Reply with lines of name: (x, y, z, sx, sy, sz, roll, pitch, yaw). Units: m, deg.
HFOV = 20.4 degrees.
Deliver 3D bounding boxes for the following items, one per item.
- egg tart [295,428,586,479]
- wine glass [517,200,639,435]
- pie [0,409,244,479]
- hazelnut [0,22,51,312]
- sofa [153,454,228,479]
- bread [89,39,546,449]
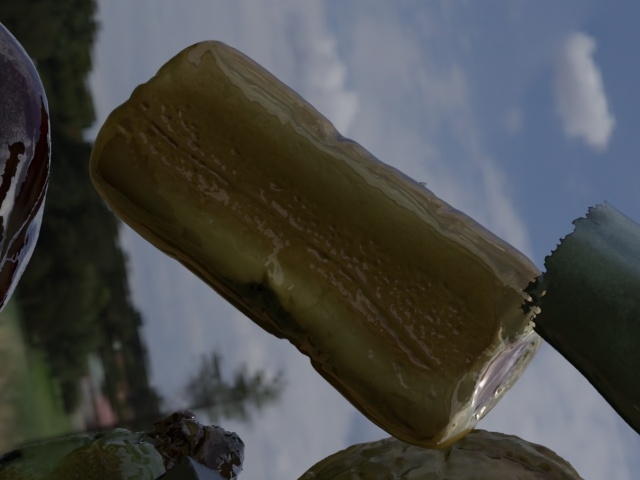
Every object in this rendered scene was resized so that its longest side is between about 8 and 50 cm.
egg tart: (0.099, 0.312, 1.344, 0.153, 0.339, 0.352, 49, 17, -78)
wine glass: (0.210, 0.076, 0.914, 0.222, 0.103, 0.103, 39, -26, 20)
pie: (-0.184, 0.258, 1.347, 0.105, 0.257, 0.274, 74, 11, -46)
hazelnut: (-0.245, -0.034, 0.987, 0.229, 0.229, 0.230, 169, -90, -81)
sofa: (-0.075, 0.162, 0.669, 0.060, 0.147, 0.085, 44, 10, -42)
bread: (0.000, 0.000, 1.136, 0.305, 0.142, 0.091, 38, -9, 10)
